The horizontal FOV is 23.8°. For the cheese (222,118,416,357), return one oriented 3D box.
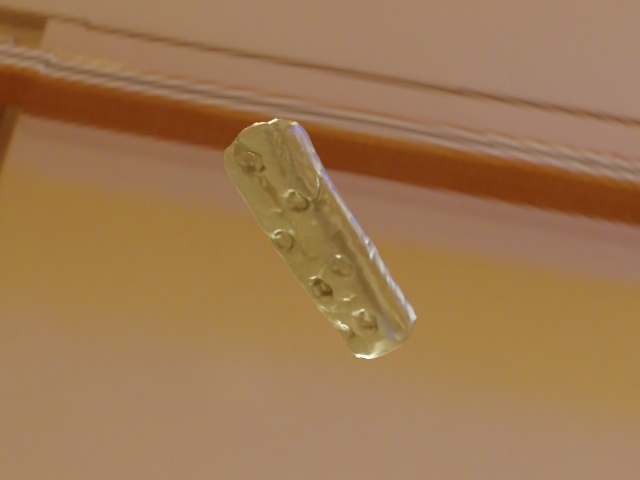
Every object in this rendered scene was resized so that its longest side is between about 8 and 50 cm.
[{"bbox_3d":[0.000,0.000,1.083,0.065,0.194,0.043,-25,-162,24],"label":"cheese"}]
